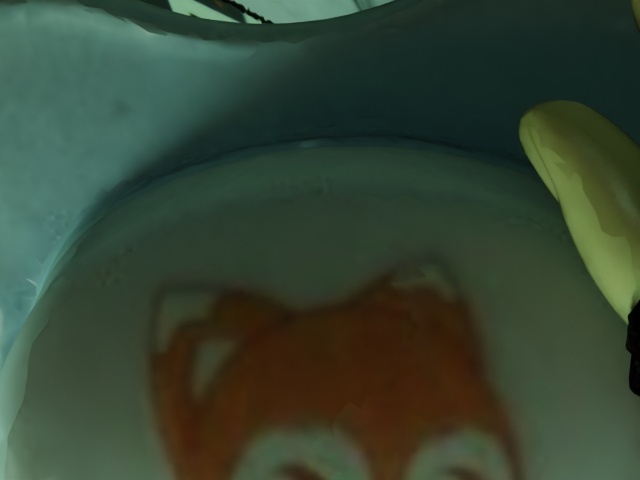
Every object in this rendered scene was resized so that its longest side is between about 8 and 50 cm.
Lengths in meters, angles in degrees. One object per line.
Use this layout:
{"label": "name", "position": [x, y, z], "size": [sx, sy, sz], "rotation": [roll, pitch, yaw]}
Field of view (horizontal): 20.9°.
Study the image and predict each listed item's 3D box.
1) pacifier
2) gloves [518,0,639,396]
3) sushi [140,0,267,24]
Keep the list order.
{"label": "pacifier", "position": [0.009, 0.033, 0.476], "size": [0.233, 0.300, 0.244], "rotation": [-82, -13, -69]}
{"label": "gloves", "position": [0.133, 0.009, 0.314], "size": [0.203, 0.124, 0.164], "rotation": [10, 176, 29]}
{"label": "sushi", "position": [0.000, 0.000, 0.650], "size": [0.210, 0.040, 0.192], "rotation": [32, 158, 18]}
